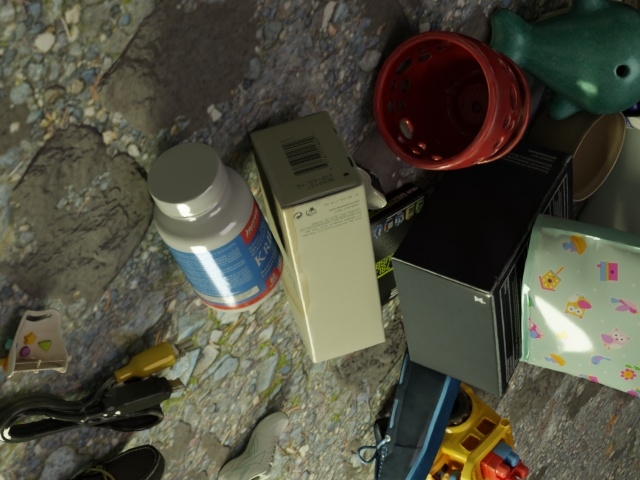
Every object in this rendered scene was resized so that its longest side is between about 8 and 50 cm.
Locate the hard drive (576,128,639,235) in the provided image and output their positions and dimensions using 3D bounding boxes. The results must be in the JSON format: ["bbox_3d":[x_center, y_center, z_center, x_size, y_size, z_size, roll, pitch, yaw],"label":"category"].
[{"bbox_3d":[0.618,-0.096,2.299,0.047,0.233,0.353,7,117,-32],"label":"hard drive"}]

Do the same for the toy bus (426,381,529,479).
[{"bbox_3d":[0.273,0.412,2.304,0.220,0.211,0.149,-43,146,-20],"label":"toy bus"}]

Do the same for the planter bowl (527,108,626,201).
[{"bbox_3d":[0.410,-0.159,2.015,0.162,0.109,0.162,-32,138,-34],"label":"planter bowl"}]

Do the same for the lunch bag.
[{"bbox_3d":[0.419,0.079,1.829,0.160,0.223,0.262,-53,149,-43],"label":"lunch bag"}]

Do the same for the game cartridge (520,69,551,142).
[{"bbox_3d":[0.399,-0.233,2.088,0.297,0.062,0.198,-8,127,-50],"label":"game cartridge"}]

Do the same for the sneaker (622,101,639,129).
[{"bbox_3d":[0.579,-0.267,2.145,0.182,0.315,0.127,7,91,-19],"label":"sneaker"}]

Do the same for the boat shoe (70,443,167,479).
[{"bbox_3d":[-0.298,0.341,1.611,0.228,0.081,0.068,-37,146,-25],"label":"boat shoe"}]

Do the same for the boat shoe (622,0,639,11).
[{"bbox_3d":[0.578,-0.443,2.112,0.103,0.092,0.285,-31,139,-37],"label":"boat shoe"}]

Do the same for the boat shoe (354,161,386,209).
[{"bbox_3d":[0.060,-0.087,1.773,0.046,0.038,0.125,-22,148,22],"label":"boat shoe"}]

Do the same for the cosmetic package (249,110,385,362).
[{"bbox_3d":[0.000,0.000,1.631,0.113,0.160,0.309,-17,136,-7],"label":"cosmetic package"}]

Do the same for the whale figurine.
[{"bbox_3d":[0.390,-0.282,1.872,0.272,0.141,0.216,7,111,-13],"label":"whale figurine"}]

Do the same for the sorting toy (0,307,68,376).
[{"bbox_3d":[-0.332,0.115,1.423,0.083,0.045,0.075,2,107,-53],"label":"sorting toy"}]

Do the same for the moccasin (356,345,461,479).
[{"bbox_3d":[0.152,0.343,2.182,0.138,0.117,0.342,2,111,-67],"label":"moccasin"}]

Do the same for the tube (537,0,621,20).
[{"bbox_3d":[0.440,-0.362,2.037,0.240,0.062,0.070,-23,172,-46],"label":"tube"}]

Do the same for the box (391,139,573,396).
[{"bbox_3d":[0.266,0.034,1.960,0.294,0.183,0.296,-56,152,-29],"label":"box"}]

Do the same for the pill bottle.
[{"bbox_3d":[-0.131,-0.016,1.500,0.124,0.124,0.221,-47,146,-16],"label":"pill bottle"}]

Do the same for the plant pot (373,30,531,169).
[{"bbox_3d":[0.196,-0.195,1.729,0.174,0.191,0.191,-7,122,-56],"label":"plant pot"}]

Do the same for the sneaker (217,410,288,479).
[{"bbox_3d":[-0.091,0.335,1.899,0.152,0.061,0.053,-53,145,-11],"label":"sneaker"}]

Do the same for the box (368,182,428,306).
[{"bbox_3d":[0.086,0.026,1.891,0.191,0.045,0.184,-30,135,-39],"label":"box"}]

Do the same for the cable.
[{"bbox_3d":[-0.292,0.204,1.560,0.287,0.072,0.139,-11,143,-34],"label":"cable"}]
